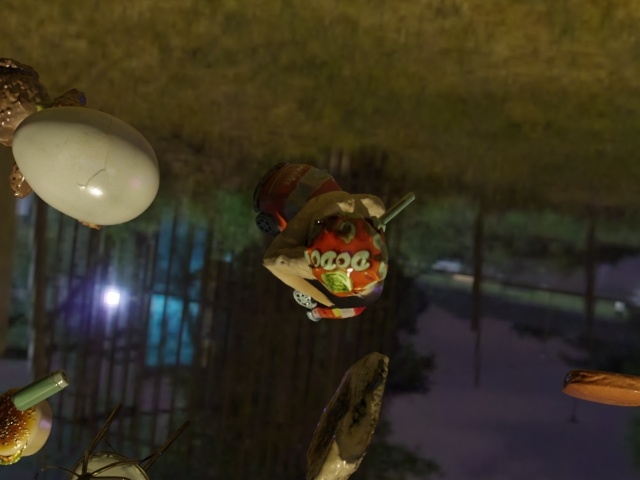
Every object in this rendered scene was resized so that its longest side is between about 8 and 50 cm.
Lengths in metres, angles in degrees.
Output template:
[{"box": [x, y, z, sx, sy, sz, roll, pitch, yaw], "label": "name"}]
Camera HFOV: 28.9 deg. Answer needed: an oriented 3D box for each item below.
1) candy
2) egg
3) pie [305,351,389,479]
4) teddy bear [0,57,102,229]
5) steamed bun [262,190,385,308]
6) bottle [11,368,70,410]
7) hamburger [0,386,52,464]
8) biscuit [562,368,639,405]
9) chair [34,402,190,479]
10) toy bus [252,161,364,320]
[{"box": [0.057, -0.017, 1.304, 0.078, 0.084, 0.287, -15, -169, 23], "label": "candy"}, {"box": [-0.322, -0.106, 1.706, 0.209, 0.151, 0.151, 25, -179, -11], "label": "egg"}, {"box": [0.032, 0.263, 1.735, 0.052, 0.218, 0.185, 24, 141, -7], "label": "pie"}, {"box": [-0.494, -0.173, 2.292, 0.222, 0.246, 0.296, 19, 156, 22], "label": "teddy bear"}, {"box": [0.025, 0.002, 1.758, 0.140, 0.155, 0.172, 34, 162, -28], "label": "steamed bun"}, {"box": [-0.398, 0.212, 1.769, 0.083, 0.030, 0.030, -28, 179, 10], "label": "bottle"}, {"box": [-0.551, 0.333, 2.235, 0.081, 0.141, 0.126, 26, -163, -50], "label": "hamburger"}, {"box": [0.454, 0.225, 1.836, 0.186, 0.036, 0.192, 7, 170, 8], "label": "biscuit"}, {"box": [-0.332, 0.388, 1.974, 0.159, 0.170, 0.326, 13, -159, 9], "label": "chair"}, {"box": [0.000, 0.000, 1.944, 0.119, 0.265, 0.121, 4, -138, 41], "label": "toy bus"}]
